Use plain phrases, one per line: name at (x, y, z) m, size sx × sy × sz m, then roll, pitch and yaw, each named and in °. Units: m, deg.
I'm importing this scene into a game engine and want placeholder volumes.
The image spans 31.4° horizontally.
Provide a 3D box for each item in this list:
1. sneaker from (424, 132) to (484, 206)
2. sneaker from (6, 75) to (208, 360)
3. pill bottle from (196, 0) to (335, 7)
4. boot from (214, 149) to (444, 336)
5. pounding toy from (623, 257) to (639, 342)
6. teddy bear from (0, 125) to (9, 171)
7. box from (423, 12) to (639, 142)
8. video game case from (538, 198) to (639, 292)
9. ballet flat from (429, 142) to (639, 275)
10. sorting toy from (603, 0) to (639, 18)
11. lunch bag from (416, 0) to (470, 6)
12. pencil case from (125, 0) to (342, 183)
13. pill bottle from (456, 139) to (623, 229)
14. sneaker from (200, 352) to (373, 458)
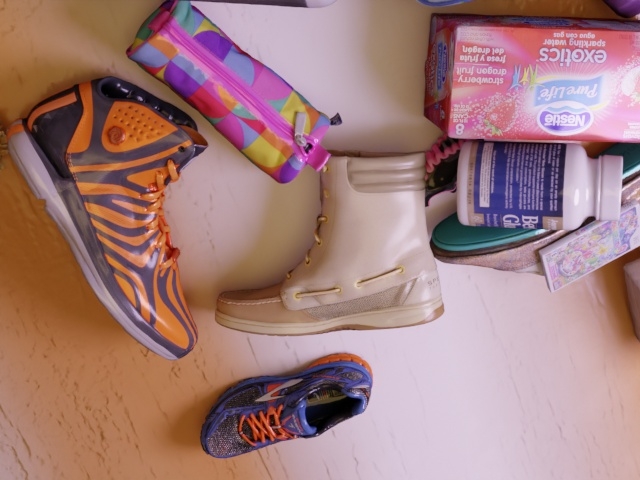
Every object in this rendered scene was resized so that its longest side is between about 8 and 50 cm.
sneaker at (0.144, -0.082, 1.301) m, size 0.119 × 0.047 × 0.057 m, roll -38°, pitch 115°, yaw 21°
sneaker at (-0.182, -0.031, 1.235) m, size 0.180 × 0.124 × 0.321 m, roll -30°, pitch 108°, yaw 4°
pill bottle at (-0.060, -0.318, 1.107) m, size 0.318 × 0.176 × 0.176 m, roll 4°, pitch 107°, yaw 4°
boot at (0.000, 0.000, 1.278) m, size 0.261 × 0.095 × 0.204 m, roll -4°, pitch 102°, yaw 12°
pounding toy at (0.455, 0.038, 1.316) m, size 0.181 × 0.094 × 0.206 m, roll -22°, pitch 129°, yaw 0°
teddy bear at (-0.492, -0.050, 1.214) m, size 0.245 × 0.113 × 0.338 m, roll 28°, pitch 94°, yaw -21°
box at (0.250, -0.178, 1.241) m, size 0.256 × 0.128 × 0.123 m, roll 1°, pitch 107°, yaw -8°
video game case at (0.306, 0.008, 1.284) m, size 0.122 × 0.011 × 0.087 m, roll -29°, pitch 144°, yaw 0°
ballet flat at (0.282, -0.020, 1.310) m, size 0.316 × 0.108 × 0.106 m, roll -23°, pitch 124°, yaw 1°
sorting toy at (0.453, -0.379, 1.237) m, size 0.365 × 0.127 × 0.126 m, roll -27°, pitch 79°, yaw 5°
lunch bag at (0.148, -0.360, 1.173) m, size 0.176 × 0.090 × 0.219 m, roll -10°, pitch 108°, yaw 22°
pencil case at (-0.092, -0.161, 1.221) m, size 0.236 × 0.104 × 0.104 m, roll 38°, pitch 99°, yaw -15°
pill bottle at (0.235, -0.059, 1.219) m, size 0.169 × 0.094 × 0.094 m, roll 3°, pitch 108°, yaw 14°
sneaker at (-0.040, 0.200, 1.342) m, size 0.221 × 0.087 × 0.083 m, roll -24°, pitch 108°, yaw 1°
